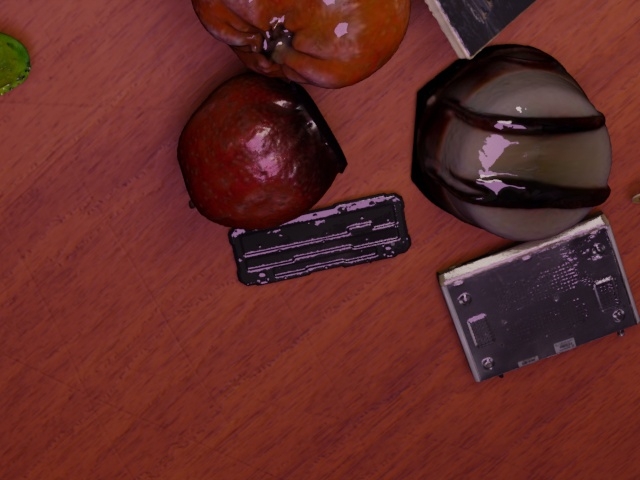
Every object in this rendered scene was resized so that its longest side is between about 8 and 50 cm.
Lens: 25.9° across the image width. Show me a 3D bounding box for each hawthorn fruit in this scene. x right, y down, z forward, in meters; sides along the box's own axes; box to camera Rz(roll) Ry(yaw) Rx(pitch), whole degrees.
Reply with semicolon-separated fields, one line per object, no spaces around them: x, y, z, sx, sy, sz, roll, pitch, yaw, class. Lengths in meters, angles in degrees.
-0.024;-0.332;1.775;0.284;0.284;0.284;-2;111;-4;hawthorn fruit
-0.097;-0.112;1.901;0.249;0.215;0.215;-30;113;36;hawthorn fruit

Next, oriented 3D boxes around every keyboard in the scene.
0.000;0.000;2.041;0.262;0.016;0.106;-12;111;0;keyboard

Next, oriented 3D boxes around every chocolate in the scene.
0.271;-0.121;1.929;0.283;0.186;0.284;-1;111;-4;chocolate

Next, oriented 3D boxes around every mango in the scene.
-0.481;-0.232;1.871;0.178;0.100;0.119;-15;147;-8;mango

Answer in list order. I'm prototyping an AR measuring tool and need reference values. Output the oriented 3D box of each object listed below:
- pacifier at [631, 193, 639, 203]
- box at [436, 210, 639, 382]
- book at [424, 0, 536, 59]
0.497;-0.079;2.043;0.083;0.068;0.064;-12;78;15;pacifier
0.330;0.091;2.090;0.270;0.045;0.211;-19;110;2;box
0.246;-0.444;1.794;0.374;0.028;0.262;-41;111;-22;book
